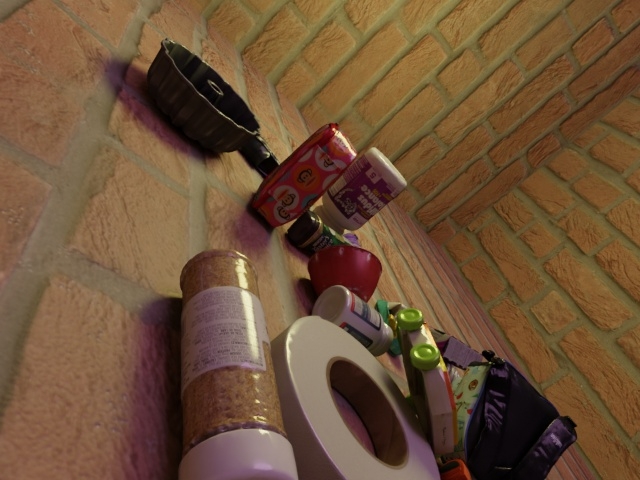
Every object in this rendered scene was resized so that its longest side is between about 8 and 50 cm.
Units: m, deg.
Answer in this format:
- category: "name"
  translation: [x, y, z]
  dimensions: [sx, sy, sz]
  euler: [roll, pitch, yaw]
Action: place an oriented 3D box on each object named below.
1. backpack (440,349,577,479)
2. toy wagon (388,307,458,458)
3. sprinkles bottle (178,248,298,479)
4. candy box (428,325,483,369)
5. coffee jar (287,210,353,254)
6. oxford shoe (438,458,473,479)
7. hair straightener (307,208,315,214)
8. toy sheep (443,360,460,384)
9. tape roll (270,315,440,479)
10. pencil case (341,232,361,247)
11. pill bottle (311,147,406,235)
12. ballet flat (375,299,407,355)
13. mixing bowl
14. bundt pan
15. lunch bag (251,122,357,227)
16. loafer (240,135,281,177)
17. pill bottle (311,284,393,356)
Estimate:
- category: "backpack"
  translation: [0.384, 0.432, 1.093]
  dimensions: [0.276, 0.213, 0.263]
  euler: [41, 56, -2]
- category: "toy wagon"
  translation: [0.212, 0.277, 1.051]
  dimensions: [0.344, 0.068, 0.268]
  euler: [-99, 179, -62]
- category: "sprinkles bottle"
  translation: [-0.117, 0.159, 0.616]
  dimensions: [0.121, 0.121, 0.356]
  euler: [37, 20, -35]
- category: "candy box"
  translation: [0.367, 0.320, 1.466]
  dimensions: [0.159, 0.071, 0.233]
  euler: [17, -13, 46]
- category: "coffee jar"
  translation: [0.000, 0.000, 1.325]
  dimensions: [0.184, 0.096, 0.079]
  euler: [36, 18, -35]
- category: "oxford shoe"
  translation: [0.263, 0.505, 0.871]
  dimensions: [0.098, 0.096, 0.271]
  euler: [55, 17, 2]
- category: "hair straightener"
  translation: [-0.028, -0.087, 1.500]
  dimensions: [0.089, 0.047, 0.231]
  euler: [20, 40, -60]
- category: "toy sheep"
  translation: [0.353, 0.388, 1.380]
  dimensions: [0.132, 0.091, 0.091]
  euler: [40, 18, -10]
- category: "tape roll"
  translation: [0.056, 0.304, 0.829]
  dimensions: [0.392, 0.072, 0.392]
  euler: [44, 18, -18]
- category: "pencil case"
  translation: [0.098, 0.067, 1.461]
  dimensions: [0.206, 0.086, 0.088]
  euler: [-108, 176, -50]
- category: "pill bottle"
  translation: [0.113, -0.138, 1.560]
  dimensions: [0.169, 0.301, 0.169]
  euler: [43, 17, -16]
- category: "ballet flat"
  translation: [0.217, 0.228, 1.383]
  dimensions: [0.083, 0.087, 0.247]
  euler: [43, 17, -18]
- category: "mixing bowl"
  translation: [0.055, 0.104, 1.147]
  dimensions: [0.181, 0.181, 0.098]
  euler: [38, 39, -32]
- category: "bundt pan"
  translation: [-0.315, -0.359, 1.276]
  dimensions: [0.331, 0.124, 0.331]
  euler: [44, 18, -18]
- category: "lunch bag"
  translation: [-0.040, -0.177, 1.273]
  dimensions: [0.120, 0.293, 0.258]
  euler: [46, 13, -13]
- category: "loafer"
  translation: [-0.177, -0.255, 1.478]
  dimensions: [0.223, 0.076, 0.078]
  euler: [48, 8, -16]
- category: "pill bottle"
  translation: [0.076, 0.186, 1.080]
  dimensions: [0.180, 0.108, 0.108]
  euler: [39, 19, -32]
